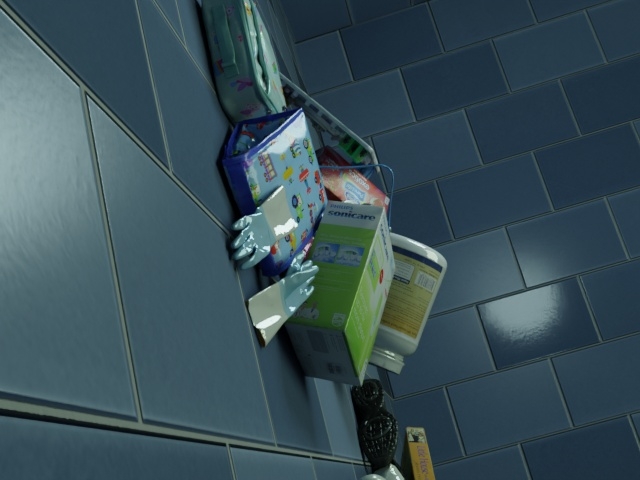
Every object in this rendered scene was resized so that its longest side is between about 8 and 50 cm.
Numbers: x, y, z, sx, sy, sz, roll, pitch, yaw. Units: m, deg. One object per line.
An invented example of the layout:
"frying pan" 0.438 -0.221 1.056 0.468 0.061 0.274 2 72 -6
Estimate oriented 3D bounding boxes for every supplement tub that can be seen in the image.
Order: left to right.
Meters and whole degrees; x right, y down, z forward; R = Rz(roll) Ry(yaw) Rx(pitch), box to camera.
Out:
"supplement tub" 0.165 0.156 2.053 0.228 0.228 0.316 54 57 -74

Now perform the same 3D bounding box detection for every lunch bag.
"lunch bag" -0.149 -0.352 1.627 0.224 0.108 0.279 59 15 -69
"lunch bag" -0.088 -0.085 1.460 0.293 0.138 0.220 -71 148 -65

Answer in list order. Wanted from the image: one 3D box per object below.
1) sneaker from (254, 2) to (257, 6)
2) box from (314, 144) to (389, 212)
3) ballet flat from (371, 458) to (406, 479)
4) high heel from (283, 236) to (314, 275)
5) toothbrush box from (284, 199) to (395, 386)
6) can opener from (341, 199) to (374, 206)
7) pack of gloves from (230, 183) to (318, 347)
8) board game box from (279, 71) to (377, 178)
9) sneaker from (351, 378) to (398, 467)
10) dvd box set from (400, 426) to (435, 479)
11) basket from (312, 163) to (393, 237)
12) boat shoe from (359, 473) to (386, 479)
"sneaker" -0.189 -0.556 2.011 0.072 0.077 0.178 -90 163 -68
"box" 0.047 -0.114 2.134 0.257 0.128 0.122 38 51 -31
"ballet flat" 0.172 0.619 2.119 0.096 0.095 0.280 63 -4 -7
"high heel" -0.033 0.116 1.726 0.117 0.082 0.244 -48 143 -46
"toothbrush box" 0.045 0.099 1.548 0.206 0.122 0.283 75 28 -50
"can opener" 0.052 0.032 2.016 0.074 0.093 0.280 24 81 -44
"pack of gloves" -0.060 0.031 1.313 0.232 0.046 0.195 -46 123 -60
"board game box" -0.017 -0.311 2.118 0.390 0.050 0.390 41 2 7
"sneaker" 0.154 0.503 2.186 0.286 0.109 0.130 -95 173 -57
"dvd box set" 0.256 0.735 2.182 0.420 0.062 0.307 -87 -178 -73
"basket" 0.038 -0.033 1.890 0.201 0.255 0.288 -55 147 -76
"boat shoe" 0.134 0.606 1.769 0.081 0.079 0.227 -106 180 -61
